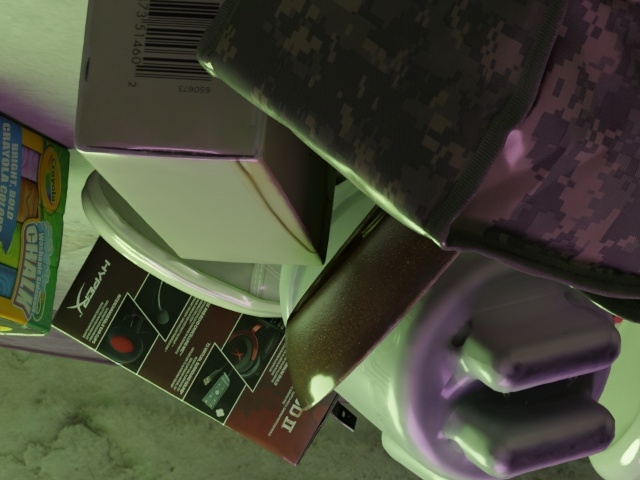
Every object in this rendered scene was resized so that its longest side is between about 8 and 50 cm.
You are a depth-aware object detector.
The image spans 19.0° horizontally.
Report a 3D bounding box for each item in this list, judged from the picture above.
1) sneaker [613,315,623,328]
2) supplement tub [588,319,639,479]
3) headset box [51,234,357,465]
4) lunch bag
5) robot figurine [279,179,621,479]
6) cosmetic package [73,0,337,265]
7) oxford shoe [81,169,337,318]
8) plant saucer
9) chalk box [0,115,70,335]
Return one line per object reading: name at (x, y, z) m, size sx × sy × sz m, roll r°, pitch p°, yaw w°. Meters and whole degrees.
sneaker at (0.370, 0.040, 1.810) m, size 0.299 × 0.121 × 0.112 m, roll -16°, pitch -167°, yaw 39°
supplement tub at (0.389, 0.164, 1.676) m, size 0.272 × 0.191 × 0.191 m, roll 22°, pitch 166°, yaw -10°
headset box at (-0.089, 0.096, 1.827) m, size 0.293 × 0.110 × 0.218 m, roll 30°, pitch -175°, yaw 0°
lunch bag at (0.122, -0.075, 0.977) m, size 0.287 × 0.169 × 0.235 m, roll 15°, pitch -162°, yaw -41°
robot figurine at (0.095, 0.060, 1.528) m, size 0.199 × 0.300 × 0.353 m, roll -7°, pitch -157°, yaw -26°
cosmetic package at (-0.060, -0.090, 1.202) m, size 0.113 × 0.160 × 0.309 m, roll 4°, pitch 170°, yaw 8°
oxford shoe at (0.000, 0.000, 1.753) m, size 0.449 × 0.169 × 0.130 m, roll 18°, pitch 123°, yaw -19°
plant saucer at (0.071, -0.022, 1.254) m, size 0.050 × 0.310 × 0.310 m, roll 41°, pitch 166°, yaw -1°
chalk box at (-0.341, -0.016, 1.688) m, size 0.180 × 0.179 × 0.289 m, roll 1°, pitch 169°, yaw 21°
